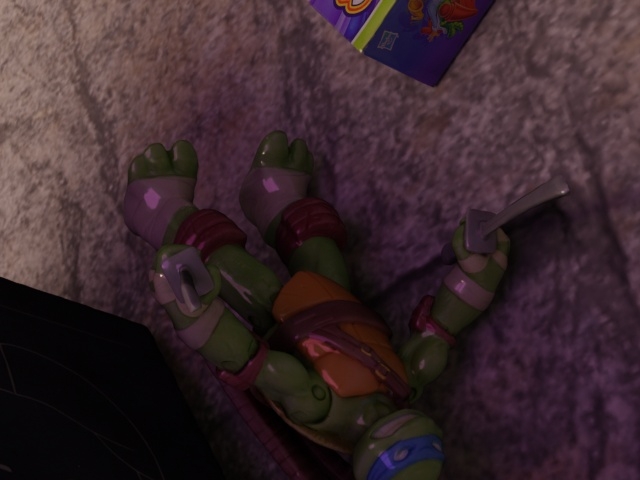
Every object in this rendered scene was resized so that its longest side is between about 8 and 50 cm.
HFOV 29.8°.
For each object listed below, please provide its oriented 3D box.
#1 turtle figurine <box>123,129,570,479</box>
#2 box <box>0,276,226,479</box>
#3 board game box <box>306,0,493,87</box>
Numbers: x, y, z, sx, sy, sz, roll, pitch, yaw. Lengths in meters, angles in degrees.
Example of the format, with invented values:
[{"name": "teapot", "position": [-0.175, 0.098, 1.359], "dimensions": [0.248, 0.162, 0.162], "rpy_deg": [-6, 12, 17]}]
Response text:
[{"name": "turtle figurine", "position": [0.000, 0.000, 0.693], "dimensions": [0.197, 0.275, 0.266], "rpy_deg": [-34, 45, -10]}, {"name": "box", "position": [-0.290, 0.209, 0.636], "dimensions": [0.297, 0.479, 0.472], "rpy_deg": [-57, 34, 15]}, {"name": "board game box", "position": [0.084, -0.309, 0.772], "dimensions": [0.347, 0.078, 0.233], "rpy_deg": [-55, 50, 17]}]
